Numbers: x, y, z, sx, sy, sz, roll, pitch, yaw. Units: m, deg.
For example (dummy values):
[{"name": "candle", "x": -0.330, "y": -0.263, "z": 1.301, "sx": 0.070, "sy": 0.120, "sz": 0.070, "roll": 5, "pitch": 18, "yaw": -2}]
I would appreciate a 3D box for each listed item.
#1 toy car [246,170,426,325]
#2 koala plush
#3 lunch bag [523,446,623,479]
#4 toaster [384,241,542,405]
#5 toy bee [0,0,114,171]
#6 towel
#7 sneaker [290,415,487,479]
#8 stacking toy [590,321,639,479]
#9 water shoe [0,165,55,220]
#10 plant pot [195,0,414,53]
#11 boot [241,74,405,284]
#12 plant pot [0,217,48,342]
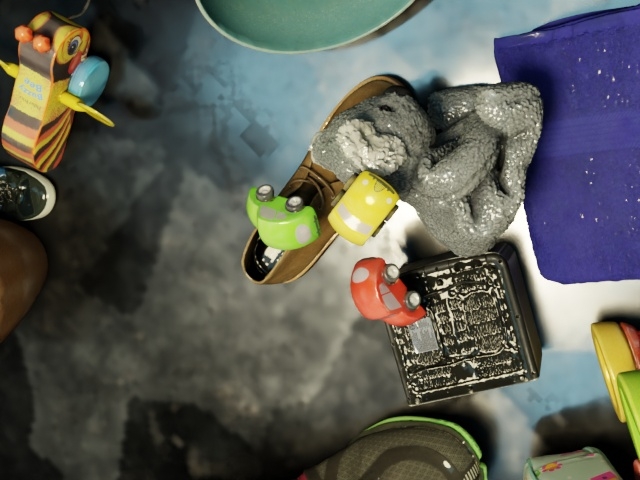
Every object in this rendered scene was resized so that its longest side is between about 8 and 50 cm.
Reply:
[{"name": "toy car", "x": 0.000, "y": 0.000, "z": 1.345, "sx": 0.225, "sy": 0.053, "sz": 0.239, "roll": 20, "pitch": 146, "yaw": 30}, {"name": "koala plush", "x": 0.104, "y": -0.093, "z": 1.338, "sx": 0.221, "sy": 0.196, "sz": 0.203, "roll": 9, "pitch": 92, "yaw": -16}, {"name": "lunch bag", "x": 0.318, "y": 0.380, "z": 1.368, "sx": 0.108, "sy": 0.279, "sz": 0.224, "roll": -12, "pitch": 108, "yaw": -3}, {"name": "toaster", "x": 0.165, "y": 0.093, "z": 1.443, "sx": 0.168, "sy": 0.110, "sz": 0.185, "roll": -15, "pitch": 96, "yaw": 17}, {"name": "toy bee", "x": -0.349, "y": -0.226, "z": 1.503, "sx": 0.195, "sy": 0.162, "sz": 0.298, "roll": 7, "pitch": 102, "yaw": 16}, {"name": "towel", "x": 0.328, "y": -0.107, "z": 1.364, "sx": 0.228, "sy": 0.076, "sz": 0.308, "roll": -4, "pitch": 100, "yaw": 43}, {"name": "sneaker", "x": -0.011, "y": 0.367, "z": 1.493, "sx": 0.483, "sy": 0.202, "sz": 0.185, "roll": -25, "pitch": 93, "yaw": 18}, {"name": "stacking toy", "x": 0.416, "y": 0.234, "z": 1.322, "sx": 0.130, "sy": 0.279, "sz": 0.309, "roll": -17, "pitch": 94, "yaw": 7}, {"name": "water shoe", "x": -0.458, "y": -0.067, "z": 1.602, "sx": 0.203, "sy": 0.080, "sz": 0.073, "roll": 13, "pitch": 103, "yaw": 13}, {"name": "plant pot", "x": -0.023, "y": -0.383, "z": 1.349, "sx": 0.290, "sy": 0.290, "sz": 0.195, "roll": -30, "pitch": 55, "yaw": 18}, {"name": "boot", "x": 0.008, "y": -0.066, "z": 1.458, "sx": 0.112, "sy": 0.115, "sz": 0.305, "roll": 37, "pitch": 105, "yaw": 10}, {"name": "plant pot", "x": -0.455, "y": 0.048, "z": 1.544, "sx": 0.215, "sy": 0.230, "sz": 0.215, "roll": 3, "pitch": 101, "yaw": 14}]
